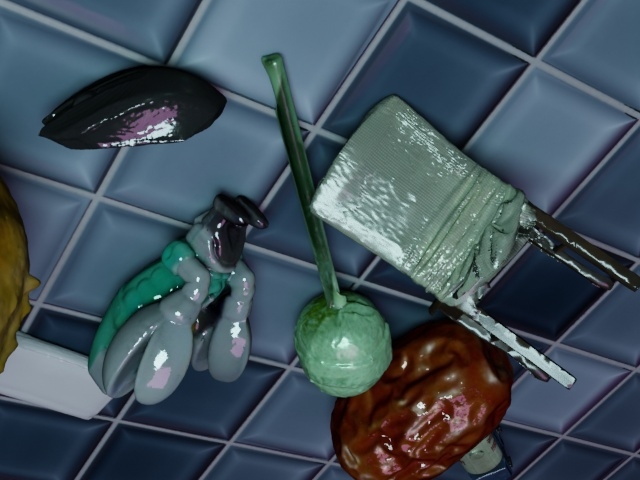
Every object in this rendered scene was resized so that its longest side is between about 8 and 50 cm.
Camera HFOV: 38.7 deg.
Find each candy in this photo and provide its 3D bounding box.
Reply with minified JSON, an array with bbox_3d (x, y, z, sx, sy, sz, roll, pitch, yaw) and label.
[{"bbox_3d":[0.000,0.000,0.988,0.119,0.119,0.440,-14,126,-2],"label":"candy"}]

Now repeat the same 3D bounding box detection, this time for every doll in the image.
[{"bbox_3d":[-0.153,0.081,0.969,0.195,0.153,0.258,-19,146,-37],"label":"doll"}]

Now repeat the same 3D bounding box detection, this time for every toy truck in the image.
[{"bbox_3d":[0.216,0.278,1.293,0.074,0.088,0.201,-27,133,8],"label":"toy truck"}]

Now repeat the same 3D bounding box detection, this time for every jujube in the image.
[{"bbox_3d":[0.122,0.207,1.146,0.174,0.174,0.250,30,121,-34],"label":"jujube"}]

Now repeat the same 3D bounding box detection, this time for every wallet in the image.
[{"bbox_3d":[-0.328,0.158,1.078,0.190,0.033,0.095,29,117,-34],"label":"wallet"}]

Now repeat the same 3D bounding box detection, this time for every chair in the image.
[{"bbox_3d":[0.157,0.008,0.975,0.319,0.186,0.160,35,89,8],"label":"chair"}]

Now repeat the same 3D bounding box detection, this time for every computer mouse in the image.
[{"bbox_3d":[-0.171,-0.123,0.821,0.172,0.099,0.057,-10,124,-9],"label":"computer mouse"}]

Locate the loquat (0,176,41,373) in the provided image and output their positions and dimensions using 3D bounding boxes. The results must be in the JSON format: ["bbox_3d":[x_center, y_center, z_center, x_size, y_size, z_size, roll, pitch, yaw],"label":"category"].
[{"bbox_3d":[-0.405,0.031,0.745,0.328,0.328,0.328,-8,133,-8],"label":"loquat"}]
